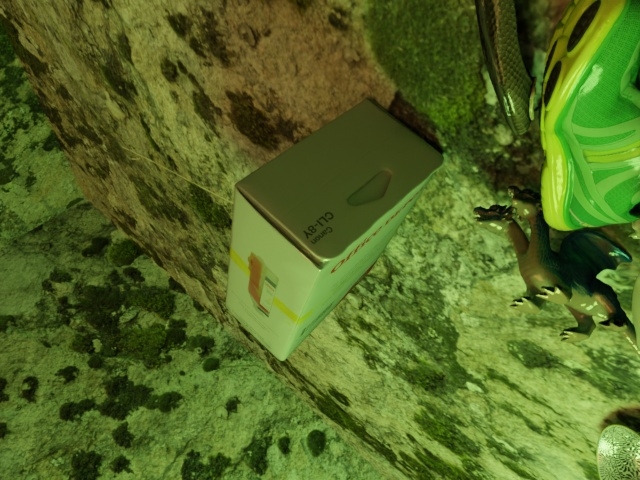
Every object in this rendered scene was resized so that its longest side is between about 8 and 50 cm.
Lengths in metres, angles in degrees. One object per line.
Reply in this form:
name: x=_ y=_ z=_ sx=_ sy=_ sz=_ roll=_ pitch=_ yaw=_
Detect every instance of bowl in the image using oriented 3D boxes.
bowl: x=0.508 y=0.365 z=0.680 sx=0.170 sy=0.080 sz=0.170 roll=176 pitch=90 yaw=-87

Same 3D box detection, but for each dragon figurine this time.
dragon figurine: x=0.322 y=0.043 z=0.563 sx=0.289 sy=0.144 sz=0.085 roll=28 pitch=148 yaw=-4

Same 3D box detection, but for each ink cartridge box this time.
ink cartridge box: x=0.000 y=0.000 z=0.744 sx=0.160 sy=0.279 sz=0.384 roll=42 pitch=149 yaw=12

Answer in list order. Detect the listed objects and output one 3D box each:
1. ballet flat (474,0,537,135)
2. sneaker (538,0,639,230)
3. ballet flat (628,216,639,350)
ballet flat: x=0.187 y=-0.225 z=0.450 sx=0.058 sy=0.084 sz=0.249 roll=-16 pitch=115 yaw=19
sneaker: x=0.270 y=-0.110 z=0.414 sx=0.124 sy=0.109 sz=0.295 roll=3 pitch=153 yaw=29
ballet flat: x=0.394 y=0.106 z=0.458 sx=0.147 sy=0.147 sz=0.408 roll=5 pitch=133 yaw=50
